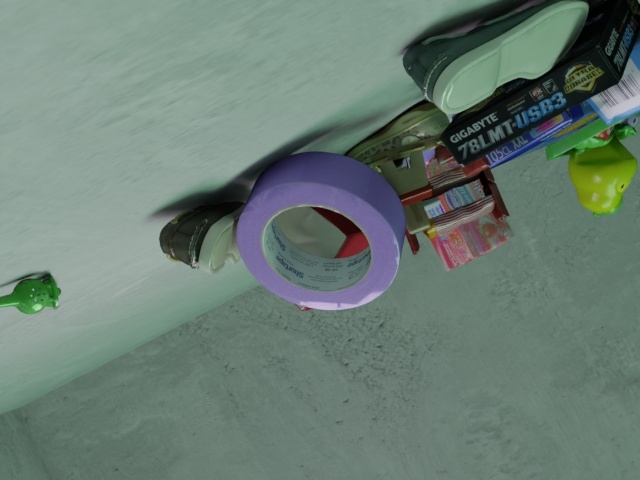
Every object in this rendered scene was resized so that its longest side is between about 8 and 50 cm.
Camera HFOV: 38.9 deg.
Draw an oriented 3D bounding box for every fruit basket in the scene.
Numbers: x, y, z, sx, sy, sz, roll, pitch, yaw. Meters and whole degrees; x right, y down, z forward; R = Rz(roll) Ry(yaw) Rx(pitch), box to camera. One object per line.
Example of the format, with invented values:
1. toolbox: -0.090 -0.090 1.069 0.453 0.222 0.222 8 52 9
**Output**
1. fruit basket: 0.756 -0.263 2.385 0.283 0.392 0.392 -30 174 39

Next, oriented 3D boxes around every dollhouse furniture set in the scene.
1. dollhouse furniture set: 0.235 -0.083 1.672 0.201 0.152 0.374 -22 175 4

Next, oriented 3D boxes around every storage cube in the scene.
1. storage cube: 0.000 0.000 1.747 0.193 0.183 0.215 -11 138 -55

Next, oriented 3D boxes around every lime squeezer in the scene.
1. lime squeezer: -0.469 0.097 1.466 0.110 0.059 0.310 -28 176 16

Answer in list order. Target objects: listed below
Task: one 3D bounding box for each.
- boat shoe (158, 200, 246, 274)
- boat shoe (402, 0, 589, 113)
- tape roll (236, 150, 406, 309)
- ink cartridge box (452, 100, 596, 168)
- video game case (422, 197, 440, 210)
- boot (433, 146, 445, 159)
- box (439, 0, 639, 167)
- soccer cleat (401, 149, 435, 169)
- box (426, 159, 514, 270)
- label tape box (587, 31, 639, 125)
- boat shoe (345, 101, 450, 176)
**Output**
1. boat shoe: -0.186 -0.014 1.566 0.097 0.116 0.324 16 -169 6
2. boat shoe: 0.246 -0.275 1.244 0.319 0.099 0.116 -30 145 -30
3. tape roll: 0.002 -0.012 1.514 0.275 0.275 0.090 -30 -152 33
4. ink cartridge box: 0.471 -0.286 1.918 0.395 0.151 0.270 -21 173 -39
5. video game case: 0.158 -0.104 2.137 0.190 0.173 0.022 -24 138 -35
6. boot: 0.310 -0.236 2.103 0.158 0.059 0.084 -29 180 12
7. box: 0.362 -0.266 1.461 0.295 0.073 0.293 -29 -164 39
8. soccer cleat: 0.210 -0.170 2.023 0.083 0.095 0.248 -27 178 -27
9. box: 0.337 -0.095 2.289 0.142 0.300 0.154 -25 175 -24
10. label tape box: 0.616 -0.362 1.503 0.348 0.115 0.249 -42 -173 -29
11. boat shoe: 0.140 -0.166 1.714 0.104 0.089 0.285 -24 175 -36
